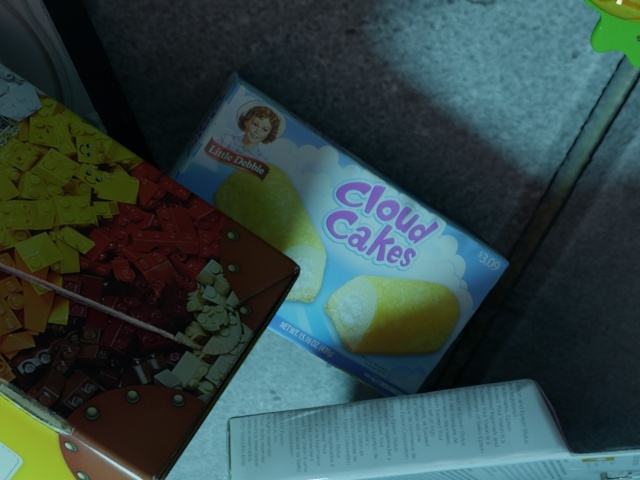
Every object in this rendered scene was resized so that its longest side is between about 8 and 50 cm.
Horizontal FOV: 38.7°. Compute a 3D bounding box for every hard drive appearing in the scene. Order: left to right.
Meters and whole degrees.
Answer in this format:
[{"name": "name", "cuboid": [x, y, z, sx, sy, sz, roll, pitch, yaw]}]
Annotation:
[{"name": "hard drive", "cuboid": [-0.280, -0.105, 0.749, 0.237, 0.064, 0.339, -6, 131, 15]}]

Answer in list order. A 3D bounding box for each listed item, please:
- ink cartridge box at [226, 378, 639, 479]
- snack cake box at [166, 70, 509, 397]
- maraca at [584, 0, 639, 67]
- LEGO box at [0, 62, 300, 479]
[{"name": "ink cartridge box", "cuboid": [0.130, 0.187, 0.798, 0.330, 0.071, 0.324, -10, 158, 14]}, {"name": "snack cake box", "cuboid": [0.000, 0.000, 0.746, 0.264, 0.089, 0.152, 32, 100, -15]}, {"name": "maraca", "cuboid": [0.227, -0.192, 0.612, 0.127, 0.099, 0.185, -5, 139, 23]}, {"name": "LEGO box", "cuboid": [-0.294, 0.113, 0.725, 0.372, 0.193, 0.500, 34, 136, 0]}]
